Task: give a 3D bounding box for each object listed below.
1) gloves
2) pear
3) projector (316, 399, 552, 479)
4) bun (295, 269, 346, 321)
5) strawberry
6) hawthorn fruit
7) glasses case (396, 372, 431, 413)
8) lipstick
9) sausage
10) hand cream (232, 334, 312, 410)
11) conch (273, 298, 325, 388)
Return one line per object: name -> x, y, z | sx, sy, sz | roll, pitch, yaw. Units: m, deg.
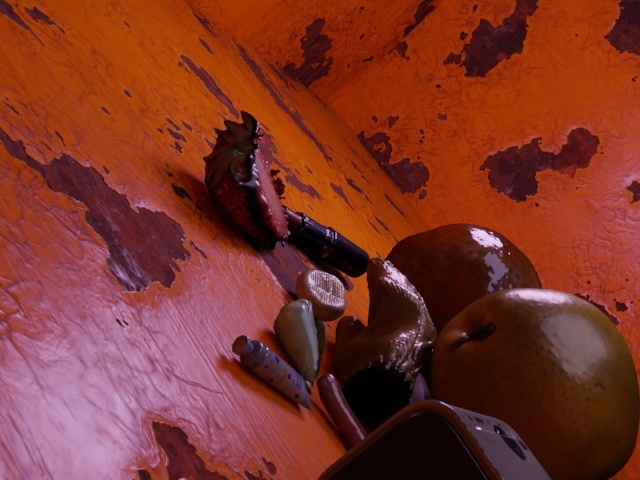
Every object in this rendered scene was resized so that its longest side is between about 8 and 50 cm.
gloves -> 0.118, 0.181, 1.709 | 0.155, 0.203, 0.356 | 34, 34, -22
pear -> 0.381, 0.271, 1.634 | 0.418, 0.362, 0.362 | 50, 11, -25
projector -> 0.169, 0.372, 1.218 | 0.248, 0.248, 0.249 | 56, 15, 29
bun -> -0.004, 0.112, 1.821 | 0.115, 0.069, 0.115 | 27, 36, -22
strawberry -> -0.150, -0.085, 1.859 | 0.306, 0.137, 0.233 | 72, 9, -52
hawthorn fruit -> 0.288, 0.177, 1.954 | 0.403, 0.403, 0.403 | 45, 13, -14
glasses case -> 0.170, 0.331, 1.667 | 0.314, 0.075, 0.122 | -74, 154, -75
lipstick -> 0.000, 0.000, 2.139 | 0.299, 0.081, 0.081 | 32, 20, -39
sausage -> 0.050, 0.299, 1.491 | 0.186, 0.043, 0.043 | 56, 14, 15
hand cream -> -0.070, 0.199, 1.408 | 0.170, 0.043, 0.065 | 45, 18, -37
conch -> -0.025, 0.178, 1.564 | 0.106, 0.079, 0.170 | 26, 41, -46
